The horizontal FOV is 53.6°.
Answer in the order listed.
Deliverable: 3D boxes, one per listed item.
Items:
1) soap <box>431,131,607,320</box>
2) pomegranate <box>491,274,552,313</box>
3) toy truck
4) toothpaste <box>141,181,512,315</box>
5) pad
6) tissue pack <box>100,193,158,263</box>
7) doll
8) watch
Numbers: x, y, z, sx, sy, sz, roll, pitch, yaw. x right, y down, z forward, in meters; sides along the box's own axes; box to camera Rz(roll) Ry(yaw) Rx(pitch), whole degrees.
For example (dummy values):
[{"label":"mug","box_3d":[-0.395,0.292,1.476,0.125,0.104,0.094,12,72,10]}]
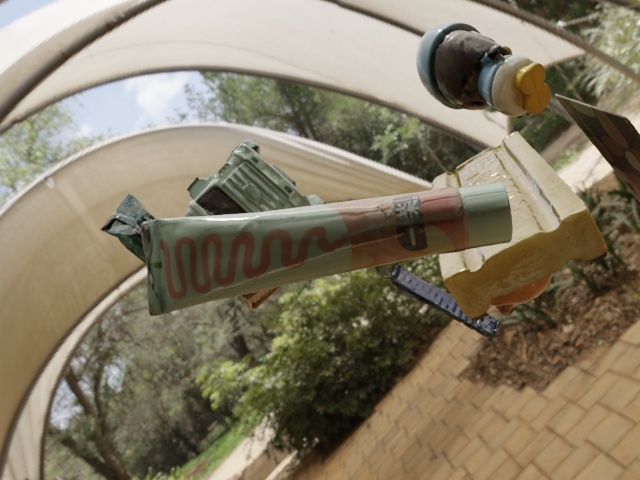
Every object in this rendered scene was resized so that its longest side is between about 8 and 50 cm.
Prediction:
[{"label":"soap","box_3d":[0.133,-0.026,0.477,0.092,0.037,0.252,-29,13,16]},{"label":"pomegranate","box_3d":[0.402,0.047,1.371,0.209,0.209,0.209,-45,-2,-2]},{"label":"toy truck","box_3d":[-0.096,-0.004,0.879,0.162,0.136,0.305,-47,-9,-12]},{"label":"toothpaste","box_3d":[0.000,0.000,0.356,0.205,0.056,0.036,-9,-11,6]},{"label":"pad","box_3d":[0.394,-0.088,0.789,0.003,0.235,0.158,-45,23,9]},{"label":"tissue pack","box_3d":[-0.247,0.001,0.930,0.028,0.138,0.085,-27,27,37]},{"label":"doll","box_3d":[0.287,-0.314,1.178,0.141,0.177,0.314,-42,40,-8]},{"label":"watch","box_3d":[0.244,0.005,1.105,0.068,0.275,0.276,-45,-20,-58]}]
